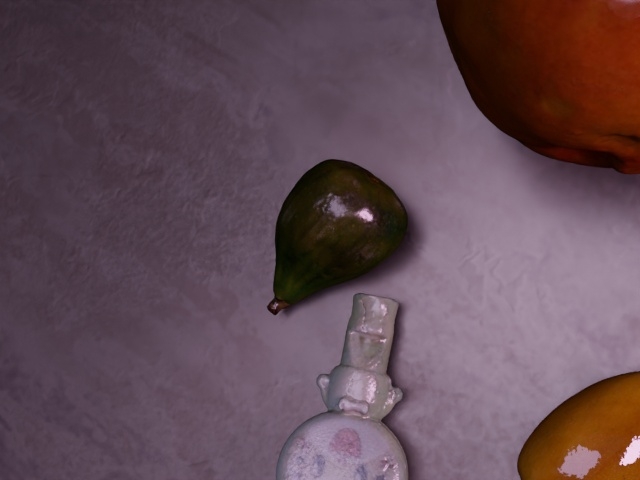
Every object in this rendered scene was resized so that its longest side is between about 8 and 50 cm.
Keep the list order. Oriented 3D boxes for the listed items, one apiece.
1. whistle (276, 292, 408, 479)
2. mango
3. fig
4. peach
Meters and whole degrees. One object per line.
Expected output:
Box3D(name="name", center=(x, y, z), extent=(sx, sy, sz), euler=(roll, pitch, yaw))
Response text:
Box3D(name="whistle", center=(0.030, 0.178, 1.049), extent=(0.126, 0.067, 0.258), euler=(10, 80, 7))
Box3D(name="mango", center=(0.257, 0.176, 0.961), extent=(0.184, 0.085, 0.102), euler=(-35, 72, 5))
Box3D(name="fig", center=(0.000, 0.000, 1.076), extent=(0.177, 0.117, 0.117), euler=(-47, 69, 29))
Box3D(name="peach", center=(0.256, -0.207, 0.893), extent=(0.343, 0.343, 0.301), euler=(3, 83, 19))
